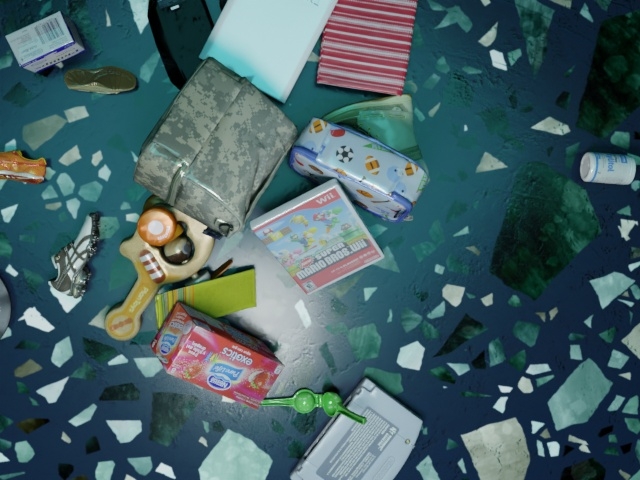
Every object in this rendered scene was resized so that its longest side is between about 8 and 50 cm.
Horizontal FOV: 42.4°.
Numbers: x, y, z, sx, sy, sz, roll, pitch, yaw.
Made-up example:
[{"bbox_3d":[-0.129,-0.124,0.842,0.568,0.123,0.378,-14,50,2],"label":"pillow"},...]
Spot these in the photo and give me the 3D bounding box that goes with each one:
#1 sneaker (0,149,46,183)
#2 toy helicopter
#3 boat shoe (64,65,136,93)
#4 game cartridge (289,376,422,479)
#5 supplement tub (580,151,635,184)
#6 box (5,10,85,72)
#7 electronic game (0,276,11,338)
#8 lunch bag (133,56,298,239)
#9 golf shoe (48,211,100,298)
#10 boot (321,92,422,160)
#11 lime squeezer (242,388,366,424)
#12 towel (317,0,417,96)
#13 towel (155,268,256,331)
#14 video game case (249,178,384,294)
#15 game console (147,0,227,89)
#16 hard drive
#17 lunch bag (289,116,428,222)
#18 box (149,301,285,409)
[{"bbox_3d":[-0.694,-0.170,1.823,0.175,0.064,0.067,10,74,-10],"label":"sneaker"},{"bbox_3d":[-0.356,0.084,1.848,0.235,0.140,0.355,32,103,-15],"label":"toy helicopter"},{"bbox_3d":[-0.485,-0.351,1.827,0.153,0.048,0.056,-4,83,-11],"label":"boat shoe"},{"bbox_3d":[0.093,0.494,1.935,0.198,0.062,0.297,38,91,-11],"label":"game cartridge"},{"bbox_3d":[0.664,-0.167,1.910,0.107,0.071,0.071,3,95,-4],"label":"supplement tub"},{"bbox_3d":[-0.582,-0.421,1.761,0.126,0.137,0.072,-25,98,-2],"label":"box"},{"bbox_3d":[-0.806,0.150,1.839,0.229,0.048,0.229,0,96,-5],"label":"electronic game"},{"bbox_3d":[-0.213,-0.184,1.735,0.256,0.212,0.305,31,65,-4],"label":"lunch bag"},{"bbox_3d":[-0.549,0.027,1.834,0.094,0.077,0.198,16,93,-5],"label":"golf shoe"},{"bbox_3d":[0.118,-0.234,1.860,0.213,0.077,0.165,-13,96,-10],"label":"boot"},{"bbox_3d":[-0.021,0.385,1.898,0.310,0.110,0.058,3,114,25],"label":"lime squeezer"},{"bbox_3d":[0.107,-0.468,1.836,0.199,0.031,0.274,9,88,3],"label":"towel"},{"bbox_3d":[-0.250,0.135,1.831,0.237,0.021,0.102,-15,123,-27],"label":"towel"},{"bbox_3d":[0.000,0.000,1.791,0.204,0.025,0.285,-27,139,9],"label":"video game case"},{"bbox_3d":[-0.192,-0.488,1.834,0.361,0.044,0.213,-19,98,-2],"label":"game console"},{"bbox_3d":[-0.098,-0.489,1.799,0.210,0.040,0.318,27,93,-7],"label":"hard drive"},{"bbox_3d":[0.082,-0.143,1.785,0.303,0.243,0.115,29,80,-1],"label":"lunch bag"},{"bbox_3d":[-0.224,0.253,1.802,0.257,0.128,0.122,31,94,-35],"label":"box"}]
